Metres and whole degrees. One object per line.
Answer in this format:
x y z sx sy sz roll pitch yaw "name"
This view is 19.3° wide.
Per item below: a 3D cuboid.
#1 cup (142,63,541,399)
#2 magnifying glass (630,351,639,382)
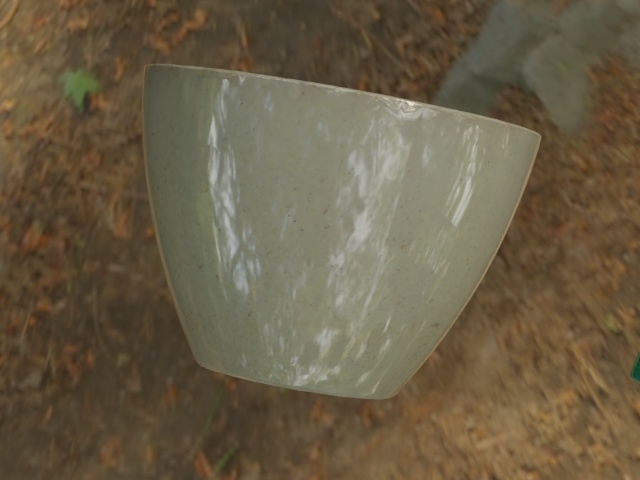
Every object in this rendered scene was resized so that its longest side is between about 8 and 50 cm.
0.000 0.000 1.554 0.331 0.331 0.237 9 91 -6 "cup"
0.265 0.101 1.321 0.092 0.231 0.026 20 94 11 "magnifying glass"
